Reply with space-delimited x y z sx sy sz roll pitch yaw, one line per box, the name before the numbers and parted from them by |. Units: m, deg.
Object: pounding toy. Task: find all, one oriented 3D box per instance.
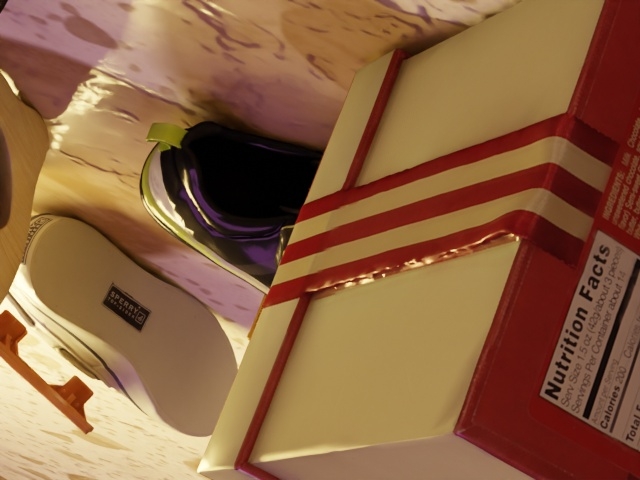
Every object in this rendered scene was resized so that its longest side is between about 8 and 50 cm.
pounding toy | -0.276 -0.039 1.147 0.155 0.154 0.269 13 160 23

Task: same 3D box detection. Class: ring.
ring | -0.289 0.023 1.383 0.336 0.032 0.336 42 171 9

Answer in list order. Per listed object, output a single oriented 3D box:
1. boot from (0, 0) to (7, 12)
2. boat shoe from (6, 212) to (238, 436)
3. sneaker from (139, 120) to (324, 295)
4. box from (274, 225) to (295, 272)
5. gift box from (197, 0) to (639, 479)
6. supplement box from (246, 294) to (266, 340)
boot | -0.294 -0.098 0.983 0.247 0.161 0.083 12 160 26
boat shoe | -0.166 0.067 1.433 0.088 0.096 0.267 10 158 42
sneaker | 0.000 0.000 1.065 0.235 0.084 0.097 24 159 -10
box | 0.015 0.110 0.973 0.058 0.232 0.087 -4 167 -5
gift box | 0.124 0.063 0.836 0.276 0.255 0.258 35 157 -20
supplement box | -0.001 0.060 1.286 0.083 0.055 0.043 8 158 33
